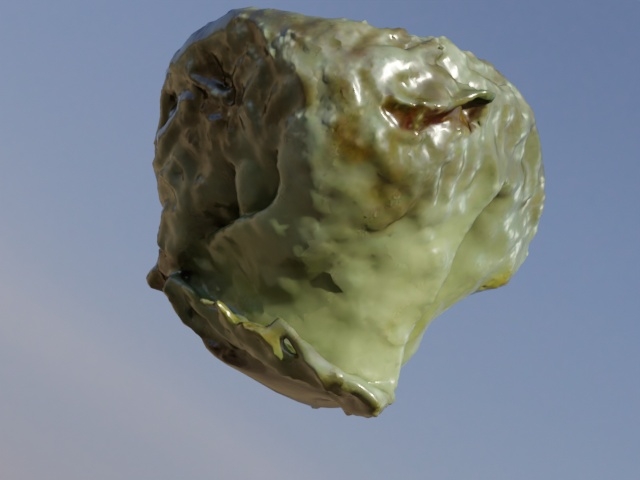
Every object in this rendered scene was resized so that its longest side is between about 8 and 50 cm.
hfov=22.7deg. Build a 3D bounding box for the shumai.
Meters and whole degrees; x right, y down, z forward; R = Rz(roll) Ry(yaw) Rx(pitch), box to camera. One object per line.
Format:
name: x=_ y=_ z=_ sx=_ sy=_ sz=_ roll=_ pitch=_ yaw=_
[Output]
shumai: x=-0.001 y=-0.002 z=0.658 sx=0.184 sy=0.142 sz=0.184 roll=10 pitch=-20 yaw=3
